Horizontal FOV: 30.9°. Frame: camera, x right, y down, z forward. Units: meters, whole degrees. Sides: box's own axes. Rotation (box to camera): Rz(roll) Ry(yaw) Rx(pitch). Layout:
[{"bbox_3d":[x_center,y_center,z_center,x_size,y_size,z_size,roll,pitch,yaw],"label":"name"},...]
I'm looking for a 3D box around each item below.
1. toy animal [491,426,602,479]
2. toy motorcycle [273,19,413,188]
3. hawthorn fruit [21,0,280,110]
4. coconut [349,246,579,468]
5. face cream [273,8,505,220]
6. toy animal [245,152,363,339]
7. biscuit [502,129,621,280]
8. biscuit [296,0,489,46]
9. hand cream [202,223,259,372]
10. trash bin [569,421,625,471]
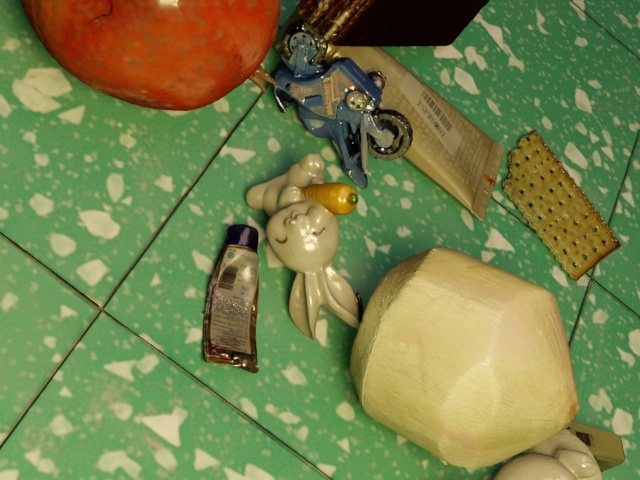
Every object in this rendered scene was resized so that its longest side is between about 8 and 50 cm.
[{"bbox_3d":[0.208,0.283,1.208,0.221,0.131,0.103,-25,120,-41],"label":"toy animal"},{"bbox_3d":[0.015,-0.161,1.373,0.205,0.114,0.076,46,32,-6],"label":"toy motorcycle"},{"bbox_3d":[-0.151,-0.252,1.232,0.307,0.276,0.276,48,39,-39],"label":"hawthorn fruit"},{"bbox_3d":[0.156,0.128,1.193,0.234,0.224,0.224,24,45,16],"label":"coconut"},{"bbox_3d":[0.096,-0.170,1.461,0.341,0.084,0.137,36,49,-17],"label":"face cream"},{"bbox_3d":[0.000,0.000,1.246,0.127,0.131,0.181,52,17,-46],"label":"toy animal"},{"bbox_3d":[0.315,-0.048,1.567,0.144,0.016,0.203,-32,83,-43],"label":"biscuit"},{"bbox_3d":[0.108,-0.302,1.446,0.073,0.107,0.388,49,26,11],"label":"biscuit"},{"bbox_3d":[-0.088,0.060,1.211,0.062,0.039,0.163,19,58,-26],"label":"hand cream"},{"bbox_3d":[0.297,0.240,1.340,0.092,0.061,0.043,15,54,-30],"label":"trash bin"}]
